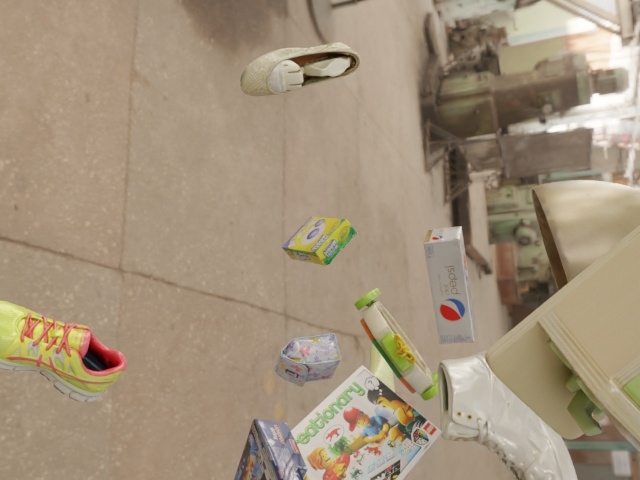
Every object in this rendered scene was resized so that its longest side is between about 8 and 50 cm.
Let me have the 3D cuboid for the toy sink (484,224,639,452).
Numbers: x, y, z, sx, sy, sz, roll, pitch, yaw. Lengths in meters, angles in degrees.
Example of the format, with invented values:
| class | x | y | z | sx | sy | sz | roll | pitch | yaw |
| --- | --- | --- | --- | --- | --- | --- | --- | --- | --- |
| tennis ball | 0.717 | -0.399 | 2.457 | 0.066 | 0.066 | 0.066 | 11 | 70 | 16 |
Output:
| class | x | y | z | sx | sy | sz | roll | pitch | yaw |
| --- | --- | --- | --- | --- | --- | --- | --- | --- | --- |
| toy sink | 0.291 | 0.106 | 0.579 | 0.153 | 0.234 | 0.131 | 43 | 14 | -22 |

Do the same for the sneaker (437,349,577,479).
| class | x | y | z | sx | sy | sz | roll | pitch | yaw |
| --- | --- | --- | --- | --- | --- | --- | --- | --- | --- |
| sneaker | 0.267 | 0.307 | 0.999 | 0.108 | 0.169 | 0.293 | 98 | -20 | -56 |

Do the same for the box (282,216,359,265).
| class | x | y | z | sx | sy | sz | roll | pitch | yaw |
| --- | --- | --- | --- | --- | --- | --- | --- | --- | --- |
| box | 0.000 | 0.000 | 1.427 | 0.105 | 0.179 | 0.043 | -47 | 116 | -19 |

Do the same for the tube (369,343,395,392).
| class | x | y | z | sx | sy | sz | roll | pitch | yaw |
| --- | --- | --- | --- | --- | --- | --- | --- | --- | --- |
| tube | 0.161 | 0.350 | 1.786 | 0.240 | 0.070 | 0.062 | -80 | 167 | -71 |

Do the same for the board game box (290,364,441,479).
| class | x | y | z | sx | sy | sz | roll | pitch | yaw |
| --- | --- | --- | --- | --- | --- | --- | --- | --- | --- |
| board game box | 0.051 | 0.371 | 1.154 | 0.305 | 0.193 | 0.053 | -34 | 153 | -42 |

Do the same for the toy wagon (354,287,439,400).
| class | x | y | z | sx | sy | sz | roll | pitch | yaw |
| --- | --- | --- | --- | --- | --- | --- | --- | --- | --- |
| toy wagon | 0.171 | 0.235 | 1.492 | 0.267 | 0.068 | 0.344 | 54 | 6 | 7 |

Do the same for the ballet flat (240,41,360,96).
| class | x | y | z | sx | sy | sz | roll | pitch | yaw |
| --- | --- | --- | --- | --- | --- | --- | --- | --- | --- |
| ballet flat | -0.023 | -0.224 | 0.866 | 0.052 | 0.168 | 0.057 | 40 | -34 | 48 |

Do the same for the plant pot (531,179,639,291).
| class | x | y | z | sx | sy | sz | roll | pitch | yaw |
| --- | --- | --- | --- | --- | --- | --- | --- | --- | --- |
| plant pot | 0.490 | 0.017 | 1.118 | 0.284 | 0.190 | 0.284 | -17 | 90 | -76 |

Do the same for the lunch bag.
| class | x | y | z | sx | sy | sz | roll | pitch | yaw |
| --- | --- | --- | --- | --- | --- | --- | --- | --- | --- |
| lunch bag | -0.020 | 0.170 | 0.933 | 0.071 | 0.083 | 0.053 | 110 | -27 | -53 |

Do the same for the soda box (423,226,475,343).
| class | x | y | z | sx | sy | sz | roll | pitch | yaw |
| --- | --- | --- | --- | --- | --- | --- | --- | --- | --- |
| soda box | 0.248 | 0.087 | 1.272 | 0.074 | 0.069 | 0.216 | -56 | 138 | -64 |

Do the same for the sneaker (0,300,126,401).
| class | x | y | z | sx | sy | sz | roll | pitch | yaw |
| --- | --- | --- | --- | --- | --- | --- | --- | --- | --- |
| sneaker | -0.335 | 0.127 | 0.839 | 0.208 | 0.094 | 0.082 | 38 | 36 | -36 |

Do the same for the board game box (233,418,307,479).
| class | x | y | z | sx | sy | sz | roll | pitch | yaw |
| --- | --- | --- | --- | --- | --- | --- | --- | --- | --- |
| board game box | -0.080 | 0.390 | 0.928 | 0.194 | 0.060 | 0.194 | -66 | -152 | 16 |
